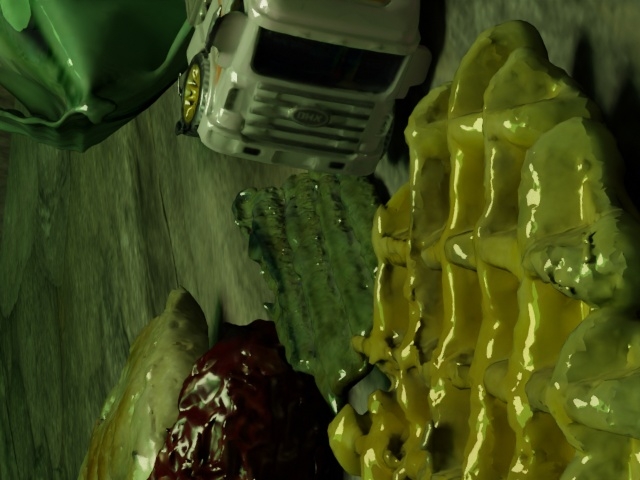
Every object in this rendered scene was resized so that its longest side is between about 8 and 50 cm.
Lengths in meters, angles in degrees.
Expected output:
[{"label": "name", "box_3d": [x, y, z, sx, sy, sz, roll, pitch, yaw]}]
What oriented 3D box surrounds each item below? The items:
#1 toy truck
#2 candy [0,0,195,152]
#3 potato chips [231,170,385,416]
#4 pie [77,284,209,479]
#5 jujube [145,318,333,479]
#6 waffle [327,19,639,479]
[{"label": "toy truck", "box_3d": [-0.015, -0.139, 0.872, 0.227, 0.098, 0.114, -99, 25, -43]}, {"label": "candy", "box_3d": [-0.108, -0.241, 1.136, 0.263, 0.172, 0.398, 166, 116, -78]}, {"label": "potato chips", "box_3d": [0.001, 0.000, 0.905, 0.092, 0.028, 0.207, -57, 24, 18]}, {"label": "pie", "box_3d": [-0.108, 0.204, 1.207, 0.337, 0.075, 0.338, -177, 90, -75]}, {"label": "jujube", "box_3d": [-0.043, 0.121, 0.929, 0.104, 0.104, 0.166, -122, 39, -66]}, {"label": "waffle", "box_3d": [0.060, 0.069, 0.629, 0.250, 0.056, 0.261, 109, 161, -44]}]
